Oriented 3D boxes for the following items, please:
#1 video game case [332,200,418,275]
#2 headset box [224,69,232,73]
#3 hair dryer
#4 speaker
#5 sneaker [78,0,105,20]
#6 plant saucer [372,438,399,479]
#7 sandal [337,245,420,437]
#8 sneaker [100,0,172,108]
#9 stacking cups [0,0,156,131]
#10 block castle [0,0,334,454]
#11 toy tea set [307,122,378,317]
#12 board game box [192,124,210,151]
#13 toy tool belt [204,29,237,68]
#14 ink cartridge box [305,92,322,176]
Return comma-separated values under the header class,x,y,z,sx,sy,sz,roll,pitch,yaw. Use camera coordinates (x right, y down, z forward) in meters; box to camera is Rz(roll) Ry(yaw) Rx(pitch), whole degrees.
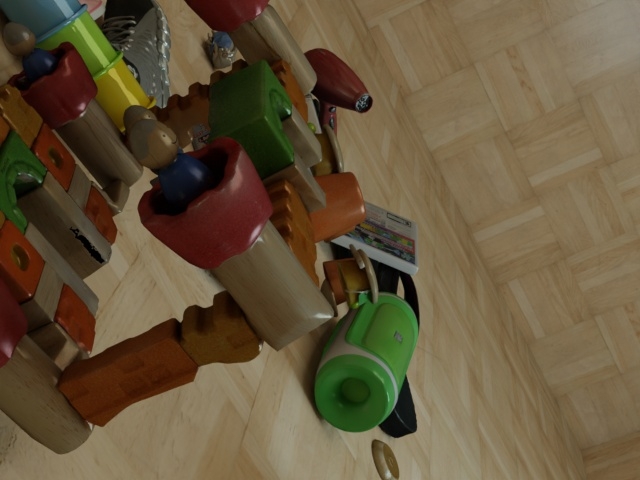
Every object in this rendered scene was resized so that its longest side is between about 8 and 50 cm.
class,x,y,z,sx,sy,sz,roll,pitch,yaw
video game case,0.087,-0.022,1.919,0.201,0.023,0.183,23,27,-7
headset box,-0.135,-0.232,1.699,0.062,0.032,0.083,53,19,-38
hair dryer,0.022,-0.237,1.871,0.223,0.080,0.293,63,-20,-3
speaker,0.075,0.179,1.601,0.131,0.131,0.296,63,19,-10
sneaker,-0.298,-0.282,1.214,0.134,0.051,0.070,-70,139,-62
plant saucer,0.108,0.358,1.669,0.083,0.015,0.083,56,19,-30
sandal,0.129,0.143,1.873,0.167,0.107,0.446,46,25,-48
sneaker,-0.246,-0.241,1.268,0.132,0.086,0.229,31,39,-60
stacking cups,-0.299,-0.258,1.111,0.316,0.096,0.096,59,17,-19
block castle,-0.166,-0.073,0.888,0.213,0.303,0.453,55,19,-32
toy tea set,0.000,0.000,1.568,0.200,0.124,0.336,-114,-170,-54
board game box,-0.118,-0.101,1.518,0.194,0.060,0.194,67,16,2
toy tool belt,-0.164,-0.324,1.704,0.083,0.052,0.051,-98,166,-45
ink cartridge box,-0.043,-0.169,1.730,0.160,0.092,0.219,75,1,-61
